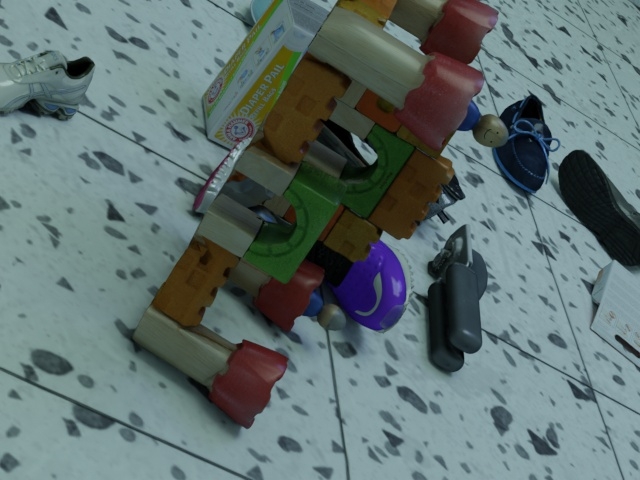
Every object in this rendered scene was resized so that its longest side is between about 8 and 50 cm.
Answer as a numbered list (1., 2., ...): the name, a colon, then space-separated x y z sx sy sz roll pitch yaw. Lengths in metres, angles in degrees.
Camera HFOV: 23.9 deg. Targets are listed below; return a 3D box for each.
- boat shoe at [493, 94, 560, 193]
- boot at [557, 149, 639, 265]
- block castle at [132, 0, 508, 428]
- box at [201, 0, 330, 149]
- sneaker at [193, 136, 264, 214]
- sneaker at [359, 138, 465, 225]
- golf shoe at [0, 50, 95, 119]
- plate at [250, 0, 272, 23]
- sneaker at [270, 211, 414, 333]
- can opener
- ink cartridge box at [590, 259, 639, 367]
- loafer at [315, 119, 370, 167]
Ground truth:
1. boat shoe: 0.352 -0.181 2.619 0.109 0.089 0.258 29 29 -23
2. boot: 0.523 -0.045 2.676 0.161 0.083 0.246 7 47 -59
3. block castle: 0.016 -0.049 1.570 0.213 0.453 0.303 31 26 -4
4. box: -0.055 -0.210 1.988 0.114 0.203 0.103 25 30 -26
5. sneaker: -0.099 -0.066 1.870 0.075 0.063 0.170 38 31 -7
6. sneaker: 0.132 -0.114 2.139 0.153 0.101 0.268 62 6 25
7. golf shoe: -0.333 -0.191 1.718 0.176 0.086 0.069 -3 52 -53
8. plate: -0.039 -0.310 2.364 0.188 0.024 0.188 31 29 -19
9. sneaker: -0.001 0.000 1.868 0.146 0.102 0.293 16 30 -39
10. can opener: 0.197 0.080 2.029 0.095 0.076 0.283 32 29 -17
11. ink cartridge box: 0.491 0.135 2.403 0.145 0.045 0.179 38 45 -7
12. loafer: 0.020 -0.142 2.118 0.096 0.084 0.267 16 36 -41
